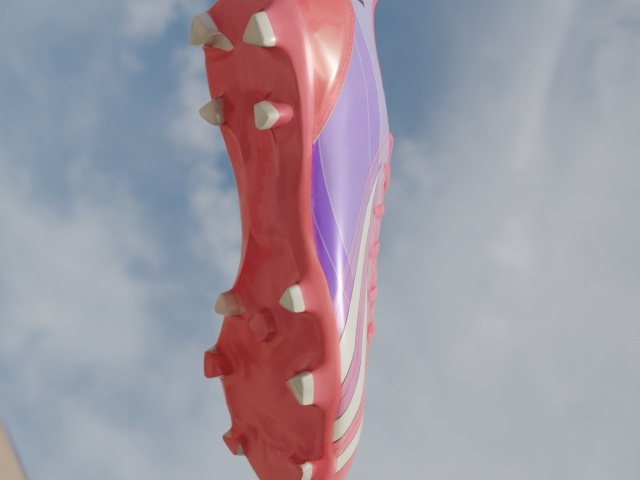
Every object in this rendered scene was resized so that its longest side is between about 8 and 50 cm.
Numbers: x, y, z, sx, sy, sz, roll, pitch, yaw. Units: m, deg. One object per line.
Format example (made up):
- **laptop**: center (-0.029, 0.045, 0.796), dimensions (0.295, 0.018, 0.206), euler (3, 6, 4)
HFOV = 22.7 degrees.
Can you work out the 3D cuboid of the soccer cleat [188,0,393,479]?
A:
- **soccer cleat**: center (0.000, 0.000, 0.717), dimensions (0.083, 0.095, 0.248), euler (11, -68, 46)
